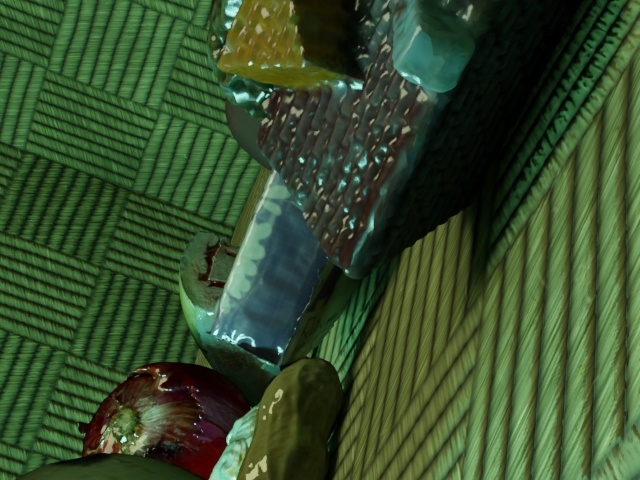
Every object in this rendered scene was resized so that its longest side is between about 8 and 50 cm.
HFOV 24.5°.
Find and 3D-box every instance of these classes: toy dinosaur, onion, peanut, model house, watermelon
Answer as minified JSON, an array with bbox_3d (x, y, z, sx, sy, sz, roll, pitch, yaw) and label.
[{"bbox_3d":[-0.103,0.320,1.875,0.205,0.092,0.393,-57,5,39],"label":"toy dinosaur"},{"bbox_3d":[-0.219,0.316,2.196,0.276,0.276,0.276,-160,90,-83],"label":"onion"},{"bbox_3d":[-0.031,0.217,1.592,0.098,0.090,0.214,-50,20,51],"label":"peanut"},{"bbox_3d":[0.048,-0.154,1.243,0.339,0.297,0.360,-85,17,-53],"label":"model house"},{"bbox_3d":[-0.099,0.123,2.315,0.213,0.201,0.261,-84,-27,-60],"label":"watermelon"}]

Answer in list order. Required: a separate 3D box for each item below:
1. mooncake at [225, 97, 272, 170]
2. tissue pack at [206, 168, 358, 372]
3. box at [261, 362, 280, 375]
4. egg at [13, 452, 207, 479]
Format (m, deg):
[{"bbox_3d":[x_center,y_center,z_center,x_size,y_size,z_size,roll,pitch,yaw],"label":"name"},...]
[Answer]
[{"bbox_3d":[0.007,-0.251,2.099,0.333,0.174,0.326,-54,-9,-6],"label":"mooncake"},{"bbox_3d":[0.005,-0.036,1.709,0.343,0.125,0.242,-68,-11,16],"label":"tissue pack"},{"bbox_3d":[-0.030,0.121,1.975,0.126,0.031,0.091,-56,0,-29],"label":"box"},{"bbox_3d":[-0.193,0.369,1.354,0.428,0.345,0.345,161,129,-76],"label":"egg"}]
